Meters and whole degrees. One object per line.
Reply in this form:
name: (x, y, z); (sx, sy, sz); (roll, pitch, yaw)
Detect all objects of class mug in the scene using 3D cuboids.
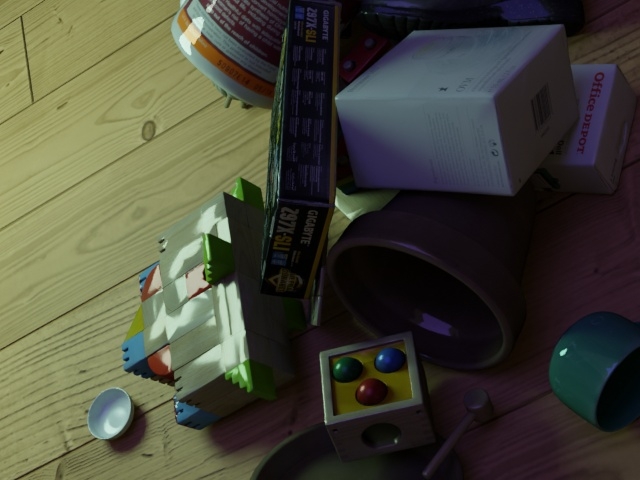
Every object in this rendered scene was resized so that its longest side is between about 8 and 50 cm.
mug: (0.348, 0.151, 1.406); (0.097, 0.157, 0.129); (35, 111, 42)

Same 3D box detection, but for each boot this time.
boot: (0.224, -0.410, 1.711); (0.338, 0.118, 0.223); (0, 82, 4)

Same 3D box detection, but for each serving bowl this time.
serving bowl: (-0.320, 0.272, 1.805); (0.083, 0.027, 0.083); (-15, 59, 26)

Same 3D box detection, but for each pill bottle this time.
pill bottle: (-0.031, -0.411, 1.753); (0.392, 0.224, 0.224); (-50, 48, 23)

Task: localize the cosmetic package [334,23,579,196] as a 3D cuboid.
cosmetic package: (0.177, -0.171, 1.479); (0.224, 0.138, 0.224); (3, 32, 34)

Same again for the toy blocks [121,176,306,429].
toy blocks: (-0.185, 0.120, 1.730); (0.261, 0.191, 0.381); (-33, 51, 28)

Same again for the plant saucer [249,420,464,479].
plant saucer: (0.044, 0.320, 1.465); (0.278, 0.041, 0.278); (-7, 29, 4)

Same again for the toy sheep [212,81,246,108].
toy sheep: (-0.142, -0.278, 1.950); (0.091, 0.091, 0.132); (-38, 55, 9)

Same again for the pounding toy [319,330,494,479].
pounding toy: (0.111, 0.206, 1.474); (0.206, 0.094, 0.181); (-14, 40, 8)

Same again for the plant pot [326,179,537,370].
plant pot: (0.172, 0.005, 1.528); (0.263, 0.263, 0.229); (9, 53, 35)

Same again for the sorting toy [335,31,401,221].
sorting toy: (0.069, -0.184, 1.766); (0.255, 0.089, 0.257); (-47, 51, 2)

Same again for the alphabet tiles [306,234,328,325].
alphabet tiles: (0.000, 0.000, 1.621); (0.009, 0.198, 0.237); (5, 86, -4)

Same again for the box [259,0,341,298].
box: (-0.028, -0.119, 1.567); (0.079, 0.257, 0.322); (6, 60, -7)

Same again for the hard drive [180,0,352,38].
hard drive: (-0.094, -0.466, 1.967); (0.339, 0.064, 0.237); (11, 101, 36)

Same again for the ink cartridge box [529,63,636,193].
ink cartridge box: (0.305, -0.156, 1.603); (0.219, 0.092, 0.160); (4, 68, 34)
